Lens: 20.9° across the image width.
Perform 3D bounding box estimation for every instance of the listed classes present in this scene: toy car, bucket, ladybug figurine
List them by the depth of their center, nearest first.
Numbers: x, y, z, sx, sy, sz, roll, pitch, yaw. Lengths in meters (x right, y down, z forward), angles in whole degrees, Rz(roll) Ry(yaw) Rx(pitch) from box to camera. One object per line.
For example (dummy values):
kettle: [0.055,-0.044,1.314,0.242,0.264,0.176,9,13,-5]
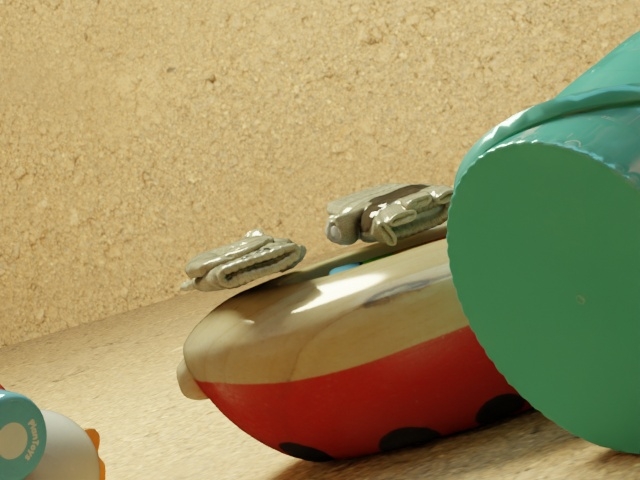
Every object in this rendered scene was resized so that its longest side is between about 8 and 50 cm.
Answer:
bucket: [0.233,0.001,1.210,0.183,0.281,0.281,-32,12,-35]
toy car: [-0.269,0.216,1.455,0.219,0.210,0.238,4,-10,44]
ladybug figurine: [0.097,0.077,1.497,0.449,0.162,0.305,-17,4,9]

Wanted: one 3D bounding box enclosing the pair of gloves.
pair of gloves: [0.000,0.000,1.520,0.240,0.042,0.204,-21,8,-17]
